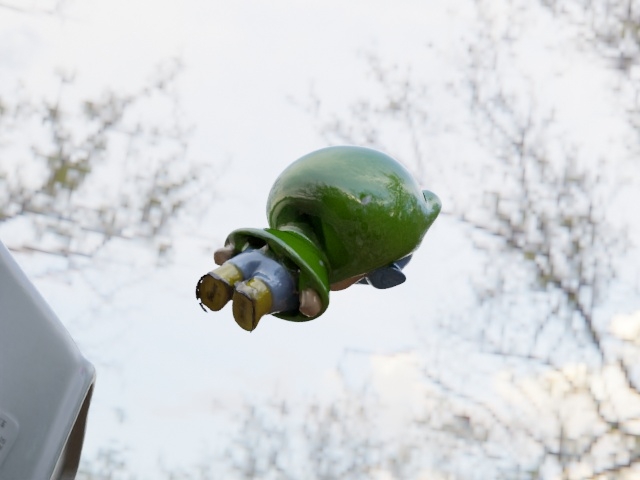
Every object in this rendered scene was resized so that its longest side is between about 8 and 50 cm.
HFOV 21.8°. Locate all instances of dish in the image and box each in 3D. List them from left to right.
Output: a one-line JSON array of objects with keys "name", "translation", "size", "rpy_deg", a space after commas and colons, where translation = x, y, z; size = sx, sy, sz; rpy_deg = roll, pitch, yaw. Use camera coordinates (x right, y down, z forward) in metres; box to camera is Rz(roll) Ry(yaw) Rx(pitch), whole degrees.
[{"name": "dish", "translation": [-0.145, 0.126, 0.625], "size": [0.064, 0.234, 0.154], "rpy_deg": [19, -38, 0]}]

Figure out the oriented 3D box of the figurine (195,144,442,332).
[{"name": "figurine", "translation": [0.000, 0.000, 1.609], "size": [0.162, 0.263, 0.143], "rpy_deg": [26, -48, 34]}]
